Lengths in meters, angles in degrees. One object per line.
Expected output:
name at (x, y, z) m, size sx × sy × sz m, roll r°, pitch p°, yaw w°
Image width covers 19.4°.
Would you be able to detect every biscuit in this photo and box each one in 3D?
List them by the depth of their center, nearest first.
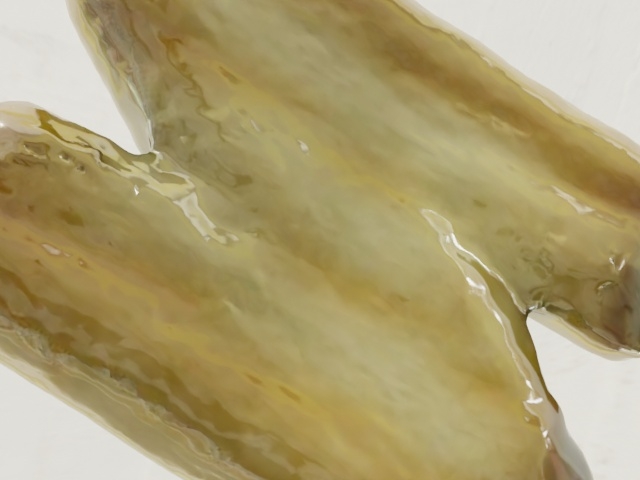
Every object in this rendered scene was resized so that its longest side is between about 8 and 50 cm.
biscuit at (0.000, 0.000, 0.735) m, size 0.290 × 0.062 × 0.237 m, roll 31°, pitch -121°, yaw -8°
